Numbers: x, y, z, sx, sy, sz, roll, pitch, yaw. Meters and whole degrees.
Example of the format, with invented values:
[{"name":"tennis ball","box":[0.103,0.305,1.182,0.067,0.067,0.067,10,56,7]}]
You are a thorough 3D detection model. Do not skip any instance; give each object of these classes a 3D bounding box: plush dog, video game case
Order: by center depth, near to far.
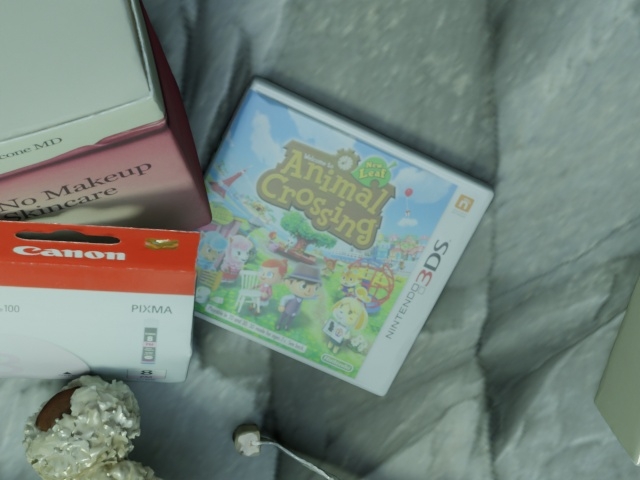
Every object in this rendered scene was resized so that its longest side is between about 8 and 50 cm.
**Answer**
[{"name":"plush dog","box":[-0.152,0.268,1.379,0.210,0.225,0.262,35,92,-34]},{"name":"video game case","box":[0.000,0.000,1.436,0.212,0.023,0.193,24,104,-12]}]

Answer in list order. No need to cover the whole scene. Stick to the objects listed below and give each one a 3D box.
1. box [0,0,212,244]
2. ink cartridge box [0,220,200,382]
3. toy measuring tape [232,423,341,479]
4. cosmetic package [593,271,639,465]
[{"name":"box","box":[-0.175,-0.085,1.271,0.149,0.232,0.127,-16,69,1]},{"name":"ink cartridge box","box":[-0.185,0.050,1.338,0.189,0.232,0.066,3,75,-6]},{"name":"toy measuring tape","box":[0.049,0.277,1.490,0.330,0.121,0.121,32,103,-6]},{"name":"cosmetic package","box":[0.340,0.035,1.423,0.153,0.129,0.296,13,107,-10]}]
